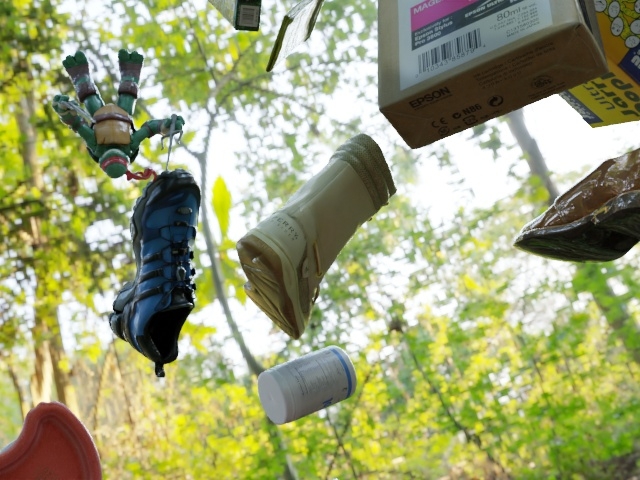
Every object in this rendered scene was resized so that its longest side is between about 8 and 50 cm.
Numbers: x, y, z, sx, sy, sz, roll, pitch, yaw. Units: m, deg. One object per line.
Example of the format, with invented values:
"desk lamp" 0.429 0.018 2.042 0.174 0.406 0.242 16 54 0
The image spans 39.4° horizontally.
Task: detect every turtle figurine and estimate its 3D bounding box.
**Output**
"turtle figurine" -0.291 -0.167 1.246 0.175 0.234 0.118 5 -42 -28

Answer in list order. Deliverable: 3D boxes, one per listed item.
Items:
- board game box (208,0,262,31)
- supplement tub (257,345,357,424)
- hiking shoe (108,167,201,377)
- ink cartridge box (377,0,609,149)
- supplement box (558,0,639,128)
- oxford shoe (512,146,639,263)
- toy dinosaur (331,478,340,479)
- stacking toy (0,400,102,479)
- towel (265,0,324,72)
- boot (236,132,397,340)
"board game box" -0.097 -0.316 0.967 0.030 0.260 0.136 3 -68 -18
"supplement tub" -0.015 0.176 1.095 0.107 0.071 0.071 -17 -20 -31
"hiking shoe" -0.219 0.043 1.332 0.113 0.132 0.304 -8 -56 -43
"ink cartridge box" 0.180 -0.231 0.988 0.234 0.193 0.088 -21 -40 28
"supplement box" 0.459 -0.360 1.245 0.357 0.194 0.195 -54 13 -7
"oxford shoe" 0.245 -0.028 0.793 0.076 0.076 0.212 18 -19 -16
"toy dinosaur" 0.055 0.482 1.318 0.164 0.219 0.322 5 9 -27
"stacking toy" -0.443 0.297 1.070 0.309 0.279 0.130 -37 0 -33
"towel" -0.037 -0.357 1.506 0.021 0.237 0.102 23 -61 3
"boot" 0.000 0.000 1.066 0.203 0.095 0.262 -47 -20 -18
